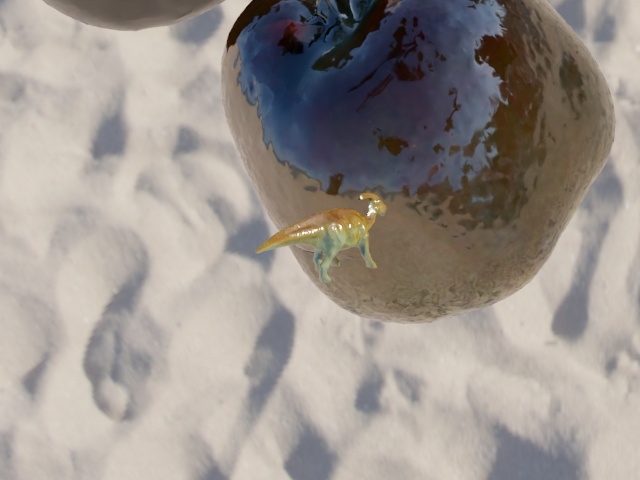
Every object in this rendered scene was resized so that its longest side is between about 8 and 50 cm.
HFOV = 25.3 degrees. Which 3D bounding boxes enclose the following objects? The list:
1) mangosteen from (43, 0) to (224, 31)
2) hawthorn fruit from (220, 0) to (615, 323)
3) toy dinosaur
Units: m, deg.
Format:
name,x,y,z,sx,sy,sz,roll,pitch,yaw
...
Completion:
name,x,y,z,sx,sy,sz,roll,pitch,yaw
mangosteen,-0.156,-0.313,1.171,0.233,0.287,0.288,-33,55,20
hawthorn fruit,0.055,-0.101,1.037,0.267,0.301,0.268,-27,33,19
toy dinosaur,0.001,0.003,0.777,0.026,0.041,0.113,15,27,39
